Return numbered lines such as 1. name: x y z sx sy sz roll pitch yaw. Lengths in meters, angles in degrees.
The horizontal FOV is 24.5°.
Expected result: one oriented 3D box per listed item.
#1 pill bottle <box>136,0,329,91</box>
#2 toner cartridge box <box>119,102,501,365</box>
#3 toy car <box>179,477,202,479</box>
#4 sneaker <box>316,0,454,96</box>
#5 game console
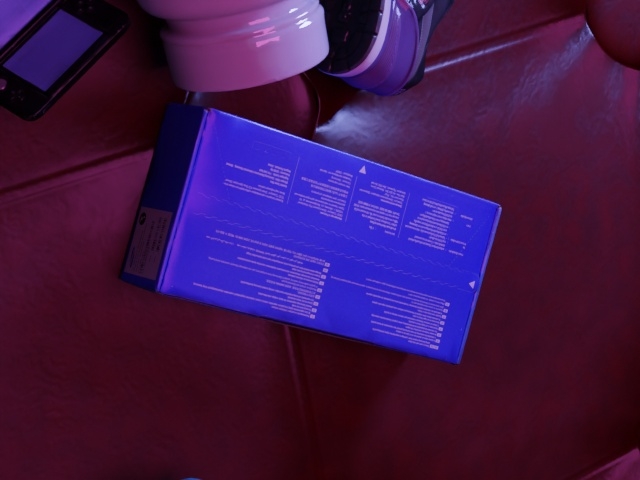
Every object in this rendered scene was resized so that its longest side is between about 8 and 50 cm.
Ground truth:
1. pill bottle: -0.088 -0.273 1.186 0.161 0.161 0.283 -25 115 -29
2. toner cartridge box: 0.000 0.000 1.351 0.348 0.075 0.165 17 89 -35
3. toy car: -0.110 0.291 1.299 0.136 0.159 0.182 -51 129 -59
4. sneaker: 0.078 -0.273 1.361 0.124 0.107 0.283 19 91 -50
5. game console: -0.232 -0.173 1.165 0.122 0.107 0.071 -49 150 -18
